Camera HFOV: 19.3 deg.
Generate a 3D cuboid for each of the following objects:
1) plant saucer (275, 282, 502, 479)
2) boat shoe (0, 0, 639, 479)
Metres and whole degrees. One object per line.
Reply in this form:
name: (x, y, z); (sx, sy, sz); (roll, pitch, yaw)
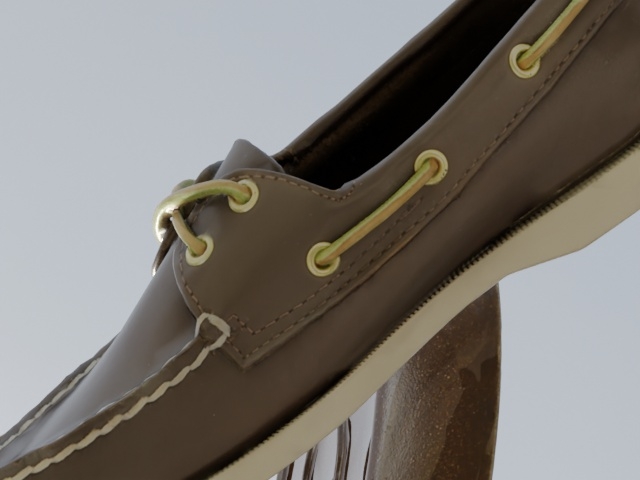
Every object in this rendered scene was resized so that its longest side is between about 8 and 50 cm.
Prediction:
plant saucer: (0.020, 0.124, 0.924); (0.050, 0.310, 0.310); (12, -81, -10)
boat shoe: (0.000, 0.000, 0.673); (0.324, 0.116, 0.097); (-35, -73, -9)
